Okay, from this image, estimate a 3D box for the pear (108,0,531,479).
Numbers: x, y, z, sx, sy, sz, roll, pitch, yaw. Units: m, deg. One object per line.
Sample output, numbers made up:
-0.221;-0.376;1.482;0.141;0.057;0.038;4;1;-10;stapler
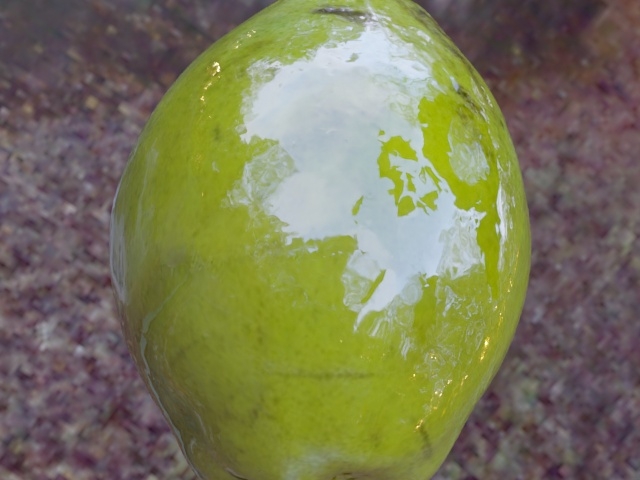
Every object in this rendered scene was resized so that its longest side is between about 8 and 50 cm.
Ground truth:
0.000;0.000;0.730;0.212;0.212;0.269;20;60;-34;pear
